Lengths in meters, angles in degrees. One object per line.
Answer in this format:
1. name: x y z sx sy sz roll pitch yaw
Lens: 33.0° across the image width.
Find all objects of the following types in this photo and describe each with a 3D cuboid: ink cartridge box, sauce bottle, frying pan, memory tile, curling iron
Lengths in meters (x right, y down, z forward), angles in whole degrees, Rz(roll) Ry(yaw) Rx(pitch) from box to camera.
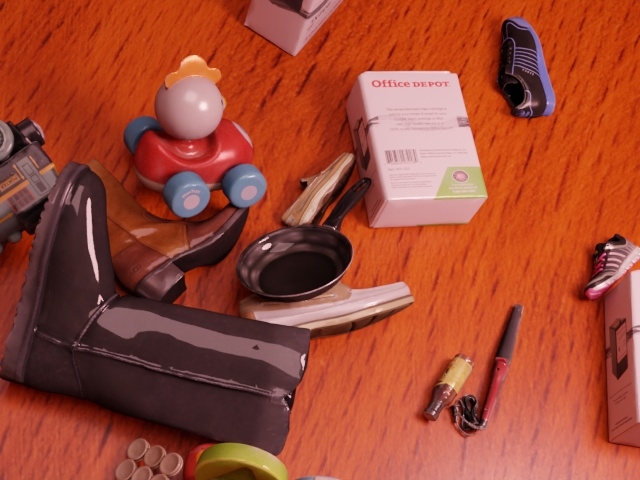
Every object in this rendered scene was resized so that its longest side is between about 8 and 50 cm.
1. ink cartridge box: -0.009 -0.531 2.035 0.129 0.307 0.223 35 60 3
2. ink cartridge box: 0.624 0.217 1.903 0.211 0.121 0.289 11 61 -8
3. sauce bottle: 0.216 0.250 1.832 0.042 0.042 0.128 35 59 6
4. frying pan: -0.029 0.002 1.840 0.197 0.053 0.326 -1 35 14
5. memory tile: -0.277 0.374 1.622 0.113 0.012 0.148 11 60 38
6. ink cartridge box: 0.173 -0.170 2.000 0.198 0.114 0.272 -2 64 -15
7. curling iron: 0.300 0.217 1.874 0.068 0.035 0.274 30 60 3

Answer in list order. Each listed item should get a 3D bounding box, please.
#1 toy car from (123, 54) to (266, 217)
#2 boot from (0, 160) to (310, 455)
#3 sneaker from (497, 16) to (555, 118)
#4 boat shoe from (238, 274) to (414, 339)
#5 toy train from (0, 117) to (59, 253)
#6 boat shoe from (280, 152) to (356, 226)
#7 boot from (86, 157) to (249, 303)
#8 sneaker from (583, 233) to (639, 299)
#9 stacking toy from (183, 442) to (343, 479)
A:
1. toy car: -0.202 -0.201 1.809 0.210 0.238 0.219 -10 42 -29
2. boot: -0.227 0.110 1.670 0.445 0.146 0.367 16 95 2
3. sneaker: 0.394 -0.350 2.168 0.090 0.081 0.232 -5 65 -24
4. boat shoe: 0.011 0.107 1.817 0.302 0.113 0.103 -14 73 -19
5. toy train: -0.564 -0.056 1.735 0.334 0.142 0.190 -37 85 -15
6. boat shoe: -0.006 -0.096 1.950 0.072 0.068 0.190 28 60 15
7. boot: -0.295 -0.044 1.856 0.280 0.096 0.264 38 68 16
8. sneaker: 0.529 0.044 2.007 0.075 0.063 0.170 45 57 11
9. stacking toy: -0.060 0.350 1.588 0.309 0.279 0.130 16 50 -4
